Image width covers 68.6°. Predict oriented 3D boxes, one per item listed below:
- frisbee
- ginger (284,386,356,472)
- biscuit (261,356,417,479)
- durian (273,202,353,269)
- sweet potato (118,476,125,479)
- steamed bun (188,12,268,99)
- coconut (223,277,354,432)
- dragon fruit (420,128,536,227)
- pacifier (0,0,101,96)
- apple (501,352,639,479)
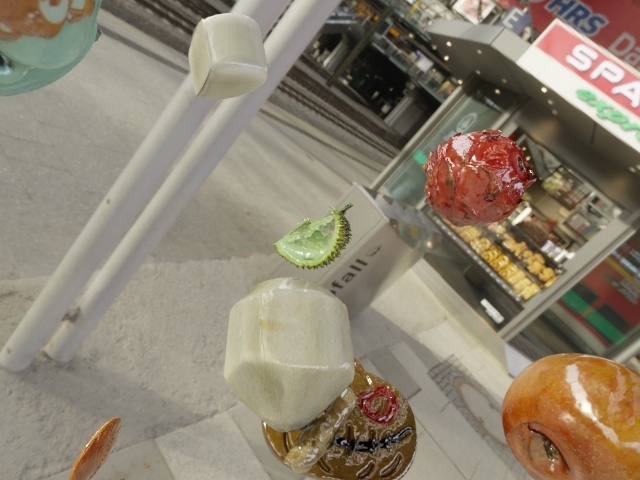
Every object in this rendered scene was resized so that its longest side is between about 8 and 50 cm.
[{"bbox_3d":[-0.572,0.554,1.216,0.035,0.192,0.192,25,16,5],"label":"frisbee"},{"bbox_3d":[0.009,0.361,0.899,0.059,0.133,0.214,35,55,19],"label":"ginger"},{"bbox_3d":[0.049,0.402,1.101,0.368,0.063,0.314,14,47,-4],"label":"biscuit"},{"bbox_3d":[0.000,0.000,0.917,0.100,0.215,0.086,56,34,-12],"label":"durian"},{"bbox_3d":[-0.263,0.437,0.459,0.158,0.369,0.158,15,-4,1],"label":"sweet potato"},{"bbox_3d":[-0.219,-0.439,1.140,0.242,0.164,0.146,176,-97,-67],"label":"steamed bun"},{"bbox_3d":[-0.058,0.212,0.868,0.237,0.238,0.265,22,55,-47],"label":"coconut"},{"bbox_3d":[0.365,-0.147,1.124,0.241,0.252,0.240,41,27,-27],"label":"dragon fruit"},{"bbox_3d":[-0.388,-0.340,0.528,0.269,0.343,0.288,39,27,12],"label":"pacifier"},{"bbox_3d":[0.371,0.268,0.665,0.210,0.173,0.235,62,-21,20],"label":"apple"}]
